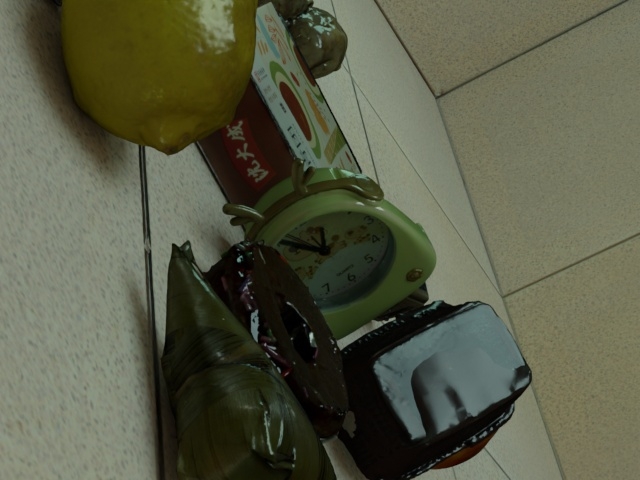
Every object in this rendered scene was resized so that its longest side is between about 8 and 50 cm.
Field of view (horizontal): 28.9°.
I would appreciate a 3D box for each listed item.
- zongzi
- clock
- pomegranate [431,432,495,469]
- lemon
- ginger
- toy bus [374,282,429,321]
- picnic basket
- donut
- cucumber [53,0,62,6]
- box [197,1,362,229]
[{"bbox_3d":[-0.077,0.175,1.331,0.260,0.123,0.289,55,12,-48],"label":"zongzi"},{"bbox_3d":[0.000,0.000,1.676,0.308,0.235,0.096,46,16,-43],"label":"clock"},{"bbox_3d":[0.182,0.251,1.931,0.209,0.209,0.209,57,16,-26],"label":"pomegranate"},{"bbox_3d":[-0.184,-0.235,1.427,0.233,0.233,0.288,27,56,-67],"label":"lemon"},{"bbox_3d":[-0.068,-0.435,2.336,0.304,0.155,0.245,58,17,-23],"label":"ginger"},{"bbox_3d":[0.084,0.050,2.079,0.289,0.139,0.157,30,41,-71],"label":"toy bus"},{"bbox_3d":[0.162,0.195,1.757,0.223,0.296,0.129,60,-31,10],"label":"picnic basket"},{"bbox_3d":[-0.059,0.127,1.503,0.270,0.103,0.270,55,15,-23],"label":"donut"},{"bbox_3d":[-0.319,-0.332,1.475,0.112,0.064,0.064,60,14,-23],"label":"cucumber"},{"bbox_3d":[-0.076,-0.174,1.919,0.345,0.122,0.385,62,15,-10],"label":"box"}]
